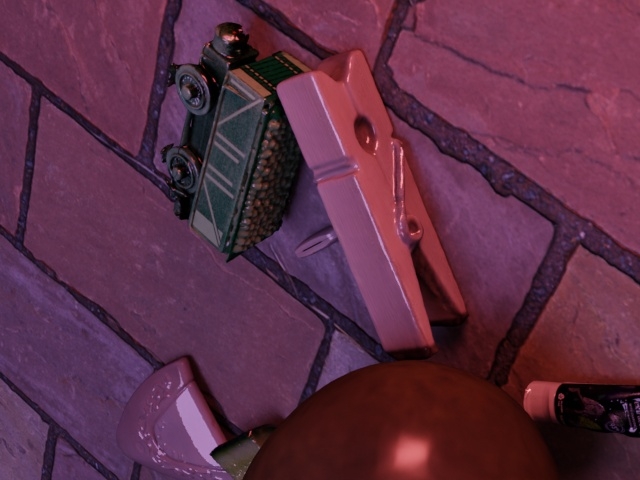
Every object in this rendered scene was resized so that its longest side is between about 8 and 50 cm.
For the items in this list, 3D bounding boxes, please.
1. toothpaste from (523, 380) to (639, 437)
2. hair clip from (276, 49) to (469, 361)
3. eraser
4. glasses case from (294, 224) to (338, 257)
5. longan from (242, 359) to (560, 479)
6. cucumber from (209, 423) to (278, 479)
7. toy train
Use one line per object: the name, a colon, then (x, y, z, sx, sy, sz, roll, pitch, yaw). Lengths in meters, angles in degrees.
toothpaste: (0.304, 0.172, 1.384, 0.194, 0.045, 0.071, 3, 120, 37)
hair clip: (0.062, -0.037, 1.441, 0.085, 0.101, 0.330, -7, 108, 49)
eraser: (-0.226, 0.287, 1.960, 0.243, 0.059, 0.204, -22, 100, 45)
glasses case: (0.000, 0.000, 1.570, 0.083, 0.032, 0.021, -28, 93, 49)
longan: (0.081, 0.297, 1.399, 0.361, 0.361, 0.361, 24, 131, 32)
cucumber: (-0.075, 0.303, 1.824, 0.116, 0.062, 0.115, 50, 142, -4)
toy train: (-0.097, -0.118, 1.532, 0.154, 0.115, 0.269, 35, 130, 21)
